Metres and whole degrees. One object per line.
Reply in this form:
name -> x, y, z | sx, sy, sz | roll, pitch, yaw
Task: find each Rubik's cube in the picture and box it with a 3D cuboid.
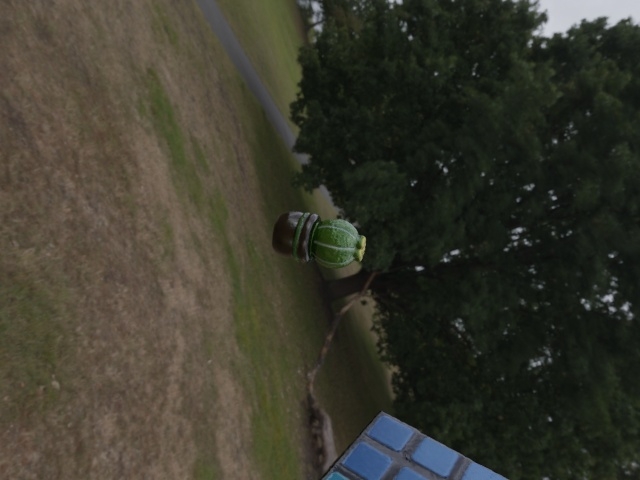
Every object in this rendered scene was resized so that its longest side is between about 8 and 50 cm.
Rubik's cube -> 0.077, 0.301, 0.485 | 0.161, 0.162, 0.163 | -24, 130, -52

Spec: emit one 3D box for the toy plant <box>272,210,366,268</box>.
toy plant -> 0.000, 0.000, 0.876 | 0.093, 0.163, 0.092 | 10, 90, -77
